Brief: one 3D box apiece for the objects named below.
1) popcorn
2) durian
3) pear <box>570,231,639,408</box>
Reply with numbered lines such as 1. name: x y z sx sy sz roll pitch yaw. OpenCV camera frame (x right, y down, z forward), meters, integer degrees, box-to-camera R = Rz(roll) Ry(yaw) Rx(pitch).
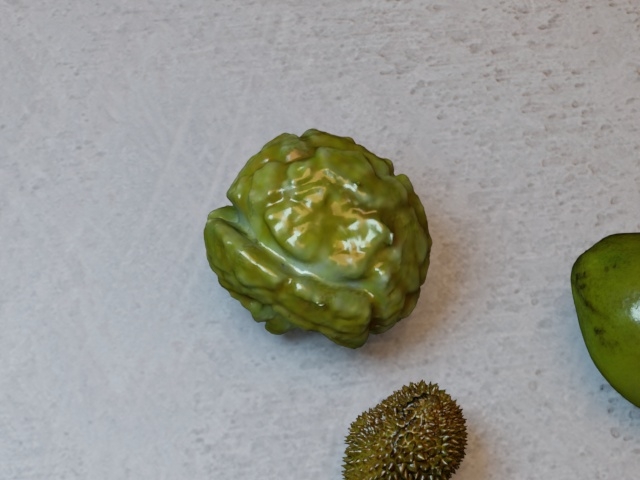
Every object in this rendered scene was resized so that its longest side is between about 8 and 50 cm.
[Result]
1. popcorn: 0.006 0.003 1.637 0.282 0.247 0.282 1 72 -3
2. durian: 0.102 0.236 1.558 0.137 0.168 0.158 32 46 1
3. pear: 0.425 0.100 1.637 0.212 0.212 0.269 -37 64 -24
